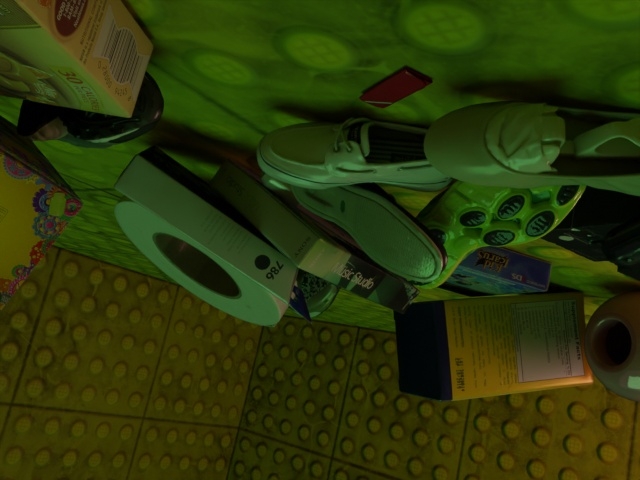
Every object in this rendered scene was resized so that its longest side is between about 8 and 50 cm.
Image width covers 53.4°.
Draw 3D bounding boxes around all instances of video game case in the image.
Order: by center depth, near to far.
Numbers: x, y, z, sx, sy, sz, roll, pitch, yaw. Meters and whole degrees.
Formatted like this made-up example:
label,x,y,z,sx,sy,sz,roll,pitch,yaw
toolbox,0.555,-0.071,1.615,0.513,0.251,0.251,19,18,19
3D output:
label,x,y,z,sx,sy,sz,roll,pitch,yaw
video game case,0.246,0.047,1.208,0.270,0.061,0.244,16,169,-18

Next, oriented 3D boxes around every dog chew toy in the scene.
label,x,y,z,sx,sy,sz,roll,pitch,yaw
dog chew toy,0.669,0.207,1.207,0.332,0.206,0.207,9,171,-24

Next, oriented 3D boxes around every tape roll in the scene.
label,x,y,z,sx,sy,sz,roll,pitch,yaw
tape roll,-0.223,0.029,1.250,0.392,0.072,0.392,27,155,13

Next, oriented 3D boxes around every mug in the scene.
label,x,y,z,sx,sy,sz,roll,pitch,yaw
mug,-0.045,-0.095,0.891,0.064,0.078,0.062,26,-163,-17

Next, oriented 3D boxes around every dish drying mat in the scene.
label,x,y,z,sx,sy,sz,roll,pitch,yaw
dish drying mat,0.071,-0.145,0.614,0.032,0.008,0.083,19,167,-24

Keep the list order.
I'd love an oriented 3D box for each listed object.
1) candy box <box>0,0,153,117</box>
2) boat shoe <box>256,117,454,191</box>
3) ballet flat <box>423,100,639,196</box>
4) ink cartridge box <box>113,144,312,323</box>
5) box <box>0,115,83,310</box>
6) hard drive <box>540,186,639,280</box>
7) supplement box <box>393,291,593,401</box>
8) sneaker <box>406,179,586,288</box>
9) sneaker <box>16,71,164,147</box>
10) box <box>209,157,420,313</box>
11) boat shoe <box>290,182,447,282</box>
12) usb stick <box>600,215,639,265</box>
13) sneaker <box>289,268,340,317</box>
label,x,y,z,sx,sy,sz,roll,pitch,yaw
candy box,-0.279,-0.208,0.488,0.183,0.087,0.316,11,168,10
boat shoe,0.042,-0.105,0.701,0.227,0.083,0.075,2,156,-2
ballet flat,0.219,-0.087,0.557,0.249,0.086,0.086,4,168,0
ink cartridge box,-0.133,-0.015,0.937,0.333,0.065,0.165,37,-175,-14
box,-0.460,-0.093,0.681,0.290,0.177,0.279,39,178,-43
hard drive,0.442,-0.015,0.702,0.237,0.064,0.339,19,168,-27
supplement box,0.358,0.216,1.344,0.357,0.194,0.195,-1,173,-18
sneaker,0.189,-0.042,0.771,0.109,0.123,0.295,42,144,-8
sneaker,-0.251,-0.154,0.735,0.108,0.100,0.272,11,179,-44
box,0.000,0.000,1.006,0.232,0.058,0.322,41,-171,36
boat shoe,0.067,-0.038,0.769,0.079,0.084,0.233,-25,-129,-39
usb stick,0.357,-0.041,0.523,0.077,0.045,0.278,-18,168,-31
sneaker,-0.114,0.061,1.381,0.182,0.157,0.410,23,168,-37
